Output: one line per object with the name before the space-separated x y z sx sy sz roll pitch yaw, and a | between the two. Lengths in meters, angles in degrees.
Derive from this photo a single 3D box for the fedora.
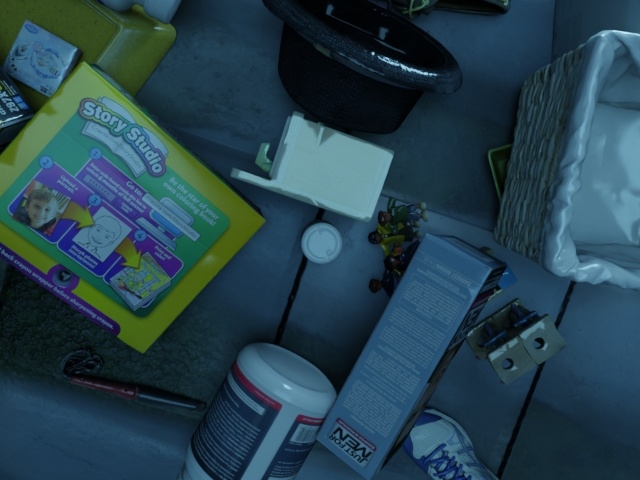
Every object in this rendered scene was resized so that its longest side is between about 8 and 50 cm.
fedora | 0.051 -0.278 0.836 0.334 0.334 0.153 23 127 -5

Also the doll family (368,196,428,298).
doll family | 0.136 0.020 0.930 0.111 0.076 0.193 -12 91 -21

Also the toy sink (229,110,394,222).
toy sink | -0.014 -0.130 0.871 0.234 0.153 0.131 18 95 -3

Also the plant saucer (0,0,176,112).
plant saucer | -0.474 -0.328 0.867 0.332 0.081 0.333 37 93 -5

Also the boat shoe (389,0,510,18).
boat shoe | 0.182 -0.422 0.862 0.304 0.109 0.091 -6 97 -13

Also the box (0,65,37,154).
box | -0.623 -0.253 0.800 0.257 0.079 0.322 -27 103 34

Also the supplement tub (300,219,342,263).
supplement tub | 0.000 0.000 0.906 0.071 0.107 0.071 0 96 -2

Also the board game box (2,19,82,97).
board game box | -0.441 -0.284 0.822 0.090 0.020 0.090 29 95 -5

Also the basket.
basket | 0.473 -0.099 0.792 0.331 0.266 0.329 9 95 -4

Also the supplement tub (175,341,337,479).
supplement tub | -0.111 0.333 0.893 0.191 0.191 0.272 29 94 -5

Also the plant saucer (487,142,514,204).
plant saucer | 0.407 -0.098 0.946 0.188 0.045 0.188 -17 96 0

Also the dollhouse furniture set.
dollhouse furniture set | 0.308 0.128 0.922 0.129 0.129 0.184 -34 97 1

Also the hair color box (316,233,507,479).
hair color box | 0.153 0.178 0.849 0.113 0.185 0.375 32 103 23

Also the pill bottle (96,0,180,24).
pill bottle | -0.336 -0.446 0.779 0.272 0.152 0.152 24 94 -18

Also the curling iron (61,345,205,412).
curling iron | -0.344 0.266 0.954 0.274 0.035 0.068 23 95 -4

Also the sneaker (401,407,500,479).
sneaker | 0.261 0.431 0.952 0.296 0.131 0.112 44 94 -5

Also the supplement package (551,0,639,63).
supplement package | 0.522 -0.374 0.814 0.198 0.263 0.199 0 96 -2

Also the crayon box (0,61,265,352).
crayon box | -0.330 -0.046 0.855 0.363 0.106 0.313 42 91 -20
